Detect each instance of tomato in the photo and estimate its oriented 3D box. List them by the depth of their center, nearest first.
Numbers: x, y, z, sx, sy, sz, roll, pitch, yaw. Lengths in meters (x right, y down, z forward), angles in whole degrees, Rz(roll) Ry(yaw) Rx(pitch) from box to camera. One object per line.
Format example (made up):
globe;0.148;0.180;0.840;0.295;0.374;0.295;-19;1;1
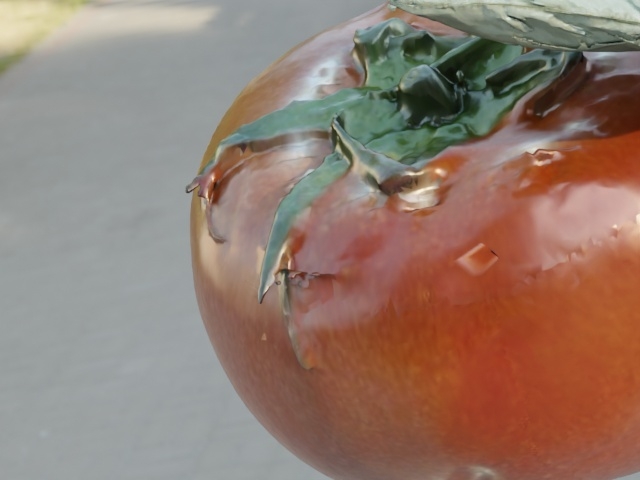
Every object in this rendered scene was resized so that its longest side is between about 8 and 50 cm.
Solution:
tomato;0.105;0.007;1.005;0.341;0.272;0.341;-18;37;14

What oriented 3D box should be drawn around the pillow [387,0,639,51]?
pillow;0.149;-0.116;0.816;0.229;0.050;0.128;6;23;18
